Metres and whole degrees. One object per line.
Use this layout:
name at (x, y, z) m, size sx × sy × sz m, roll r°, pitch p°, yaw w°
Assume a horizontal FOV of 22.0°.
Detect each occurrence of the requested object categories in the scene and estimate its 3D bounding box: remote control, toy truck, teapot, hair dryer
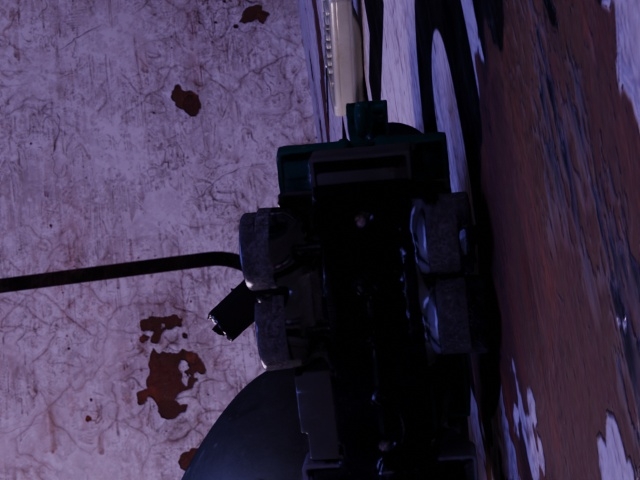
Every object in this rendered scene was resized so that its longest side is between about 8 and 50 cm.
remote control at (0.028, -0.260, 2.123) m, size 0.230 × 0.049 × 0.090 m, roll 84°, pitch 178°, yaw -52°
toy truck at (0.049, 0.078, 1.242) m, size 0.178 × 0.176 × 0.363 m, roll -67°, pitch -28°, yaw -76°
teapot at (0.011, 0.199, 1.537) m, size 0.305 × 0.223 × 0.285 m, roll 87°, pitch -160°, yaw -53°
hair dryer at (0.000, 0.000, 1.478) m, size 0.089 × 0.251 × 0.197 m, roll 46°, pitch 176°, yaw -2°
